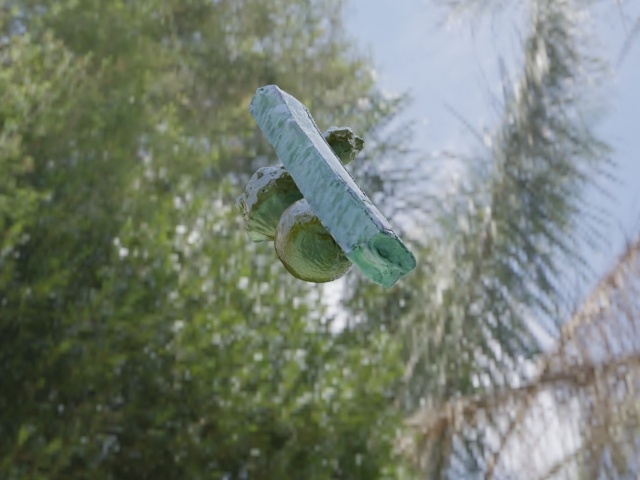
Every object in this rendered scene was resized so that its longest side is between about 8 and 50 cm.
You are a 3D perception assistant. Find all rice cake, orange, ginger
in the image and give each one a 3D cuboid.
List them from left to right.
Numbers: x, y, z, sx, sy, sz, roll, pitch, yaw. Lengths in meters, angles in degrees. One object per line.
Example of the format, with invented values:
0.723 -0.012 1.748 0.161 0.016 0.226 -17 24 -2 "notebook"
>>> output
-0.012 -0.057 1.639 0.165 0.096 0.067 -39 -34 -10 "ginger"
0.000 0.000 1.440 0.085 0.095 0.085 -2 -84 -18 "orange"
0.003 -0.043 1.018 0.034 0.211 0.043 -44 -49 9 "rice cake"
